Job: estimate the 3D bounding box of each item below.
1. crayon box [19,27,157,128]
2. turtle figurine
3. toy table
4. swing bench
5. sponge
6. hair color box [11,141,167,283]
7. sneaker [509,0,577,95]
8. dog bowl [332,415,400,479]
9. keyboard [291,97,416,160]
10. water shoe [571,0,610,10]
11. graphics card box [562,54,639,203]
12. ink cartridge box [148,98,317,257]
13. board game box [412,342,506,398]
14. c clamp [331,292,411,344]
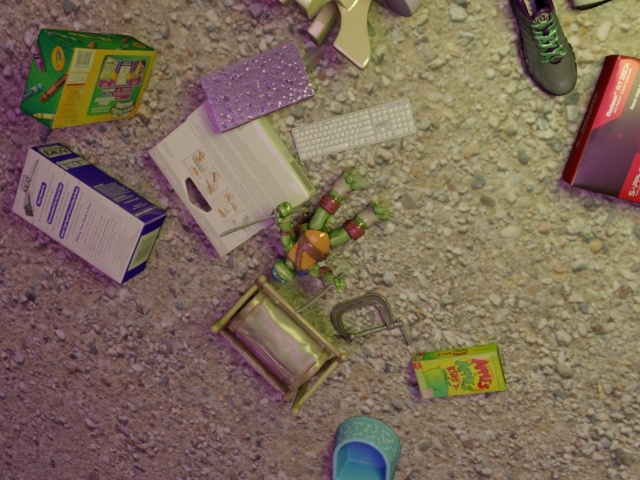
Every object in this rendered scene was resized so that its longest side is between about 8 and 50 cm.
[{"bbox_3d":[-0.465,-0.332,1.150,0.081,0.278,0.165,31,113,6],"label":"crayon box"},{"bbox_3d":[0.000,0.000,1.121,0.266,0.274,0.198,-44,67,4],"label":"turtle figurine"},{"bbox_3d":[0.025,-0.448,0.996,0.274,0.252,0.161,42,97,11],"label":"toy table"},{"bbox_3d":[-0.100,0.228,1.246,0.253,0.255,0.165,44,78,0],"label":"swing bench"},{"bbox_3d":[-0.127,-0.311,1.136,0.210,0.031,0.117,-22,94,-1],"label":"sponge"},{"bbox_3d":[-0.560,-0.069,1.356,0.338,0.110,0.185,32,114,4],"label":"hair color box"},{"bbox_3d":[0.381,-0.353,0.969,0.083,0.098,0.224,-24,98,23],"label":"sneaker"},{"bbox_3d":[0.103,0.574,1.355,0.165,0.074,0.297,6,107,16],"label":"dog bowl"},{"bbox_3d":[0.066,-0.226,1.156,0.255,0.014,0.072,-10,103,21],"label":"keyboard"},{"bbox_3d":[0.512,-0.450,0.912,0.203,0.073,0.080,-16,99,21],"label":"water shoe"},{"bbox_3d":[0.640,-0.160,0.948,0.370,0.094,0.233,17,110,11],"label":"graphics card box"},{"bbox_3d":[-0.196,-0.152,1.234,0.261,0.066,0.296,-33,94,23],"label":"ink cartridge box"},{"bbox_3d":[0.301,0.285,1.219,0.181,0.043,0.092,-12,102,21],"label":"board game box"},{"bbox_3d":[0.108,0.189,1.264,0.160,0.022,0.137,-14,102,21],"label":"c clamp"}]
